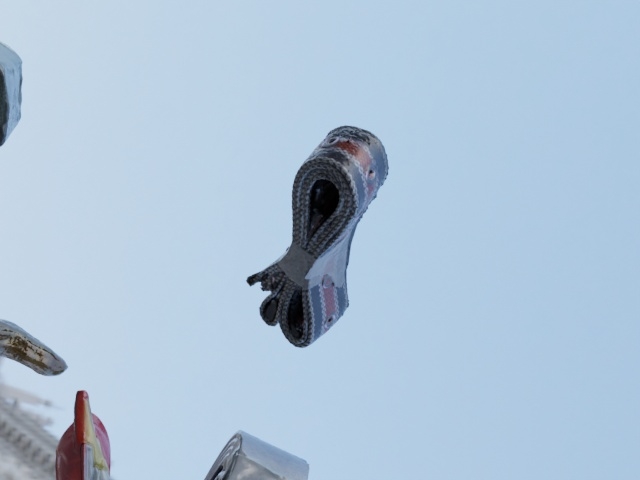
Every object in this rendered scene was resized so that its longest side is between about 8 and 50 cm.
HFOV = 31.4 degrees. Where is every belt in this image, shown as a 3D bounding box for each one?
[{"bbox_3d":[0.000,0.000,1.452,0.126,0.094,0.360,41,-37,16],"label":"belt"},{"bbox_3d":[-0.143,0.435,1.594,0.347,0.117,0.212,-60,-171,17],"label":"belt"}]

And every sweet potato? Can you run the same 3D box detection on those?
[{"bbox_3d":[-0.386,0.124,1.384,0.054,0.182,0.053,15,-95,53],"label":"sweet potato"}]

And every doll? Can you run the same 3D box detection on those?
[{"bbox_3d":[-0.246,0.247,1.174,0.109,0.057,0.169,122,-31,-67],"label":"doll"}]

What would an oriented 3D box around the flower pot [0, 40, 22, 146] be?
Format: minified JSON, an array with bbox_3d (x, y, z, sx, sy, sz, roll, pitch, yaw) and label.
[{"bbox_3d":[-0.399,-0.141,1.068,0.108,0.229,0.103,-119,-153,-70],"label":"flower pot"}]
